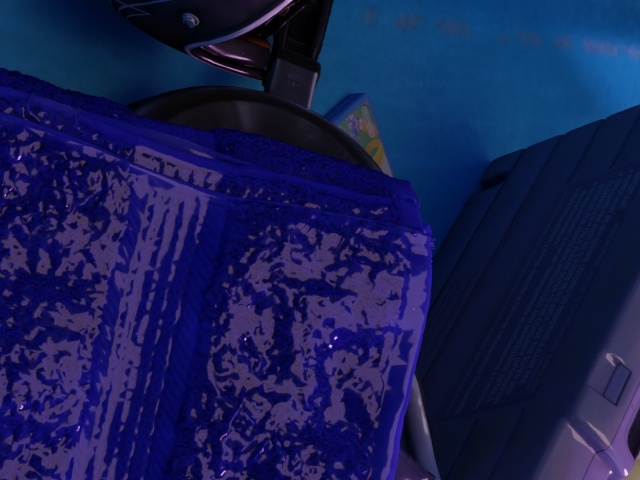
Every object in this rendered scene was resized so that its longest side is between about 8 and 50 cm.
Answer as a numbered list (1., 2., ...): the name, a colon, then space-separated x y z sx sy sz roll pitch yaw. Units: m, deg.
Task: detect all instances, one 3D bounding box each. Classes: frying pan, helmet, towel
1. frying pan: -0.003 -0.043 0.933 0.197 0.053 0.326 37 50 6
2. helmet: -0.048 -0.169 0.863 0.161 0.169 0.169 29 66 -69
3. towel: -0.102 0.041 0.755 0.308 0.076 0.228 15 75 -20

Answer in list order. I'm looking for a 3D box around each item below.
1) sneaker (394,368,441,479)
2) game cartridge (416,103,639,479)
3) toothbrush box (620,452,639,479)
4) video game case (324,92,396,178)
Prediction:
1. sneaker: -0.033 0.171 0.900 0.099 0.153 0.282 42 58 -44
2. game cartridge: 0.129 0.053 1.056 0.068 0.230 0.355 50 51 -22
3. toothbrush box: 0.275 0.104 1.281 0.283 0.122 0.206 48 26 -41
4. video game case: 0.000 0.000 1.060 0.166 0.015 0.119 -44 125 -43
